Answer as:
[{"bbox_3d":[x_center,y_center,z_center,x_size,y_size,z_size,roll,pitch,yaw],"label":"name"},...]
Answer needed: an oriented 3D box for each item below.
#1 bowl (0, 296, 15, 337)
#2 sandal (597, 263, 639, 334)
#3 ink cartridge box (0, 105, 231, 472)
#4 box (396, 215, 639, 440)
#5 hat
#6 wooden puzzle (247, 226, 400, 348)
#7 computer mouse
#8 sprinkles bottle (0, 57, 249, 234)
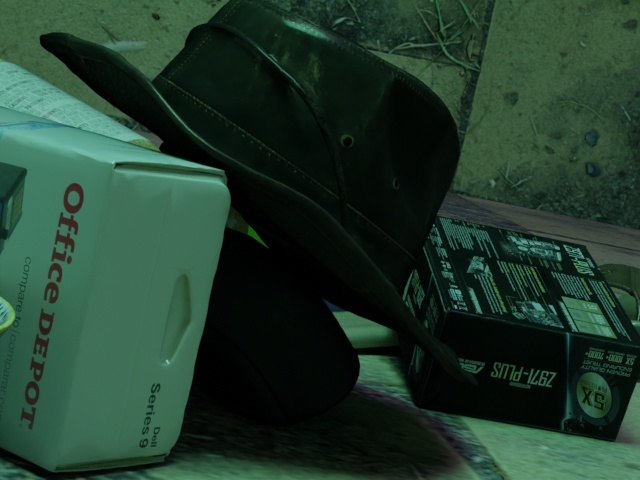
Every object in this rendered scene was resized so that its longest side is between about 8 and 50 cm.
[{"bbox_3d":[-0.224,0.055,0.645,0.170,0.080,0.170,12,7,-2],"label":"bowl"},{"bbox_3d":[0.279,0.062,1.422,0.120,0.086,0.303,12,7,3],"label":"sandal"},{"bbox_3d":[-0.164,0.014,0.774,0.212,0.154,0.093,17,9,34],"label":"ink cartridge box"},{"bbox_3d":[0.137,0.058,1.084,0.147,0.077,0.180,11,22,-10],"label":"box"},{"bbox_3d":[-0.002,-0.060,0.898,0.331,0.134,0.331,38,-6,4],"label":"hat"},{"bbox_3d":[0.000,0.000,1.304,0.348,0.080,0.322,6,17,-44],"label":"wooden puzzle"},{"bbox_3d":[-0.111,0.034,0.909,0.184,0.060,0.262,-28,50,-31],"label":"computer mouse"},{"bbox_3d":[-0.225,-0.065,1.130,0.355,0.121,0.121,30,13,22],"label":"sprinkles bottle"}]
